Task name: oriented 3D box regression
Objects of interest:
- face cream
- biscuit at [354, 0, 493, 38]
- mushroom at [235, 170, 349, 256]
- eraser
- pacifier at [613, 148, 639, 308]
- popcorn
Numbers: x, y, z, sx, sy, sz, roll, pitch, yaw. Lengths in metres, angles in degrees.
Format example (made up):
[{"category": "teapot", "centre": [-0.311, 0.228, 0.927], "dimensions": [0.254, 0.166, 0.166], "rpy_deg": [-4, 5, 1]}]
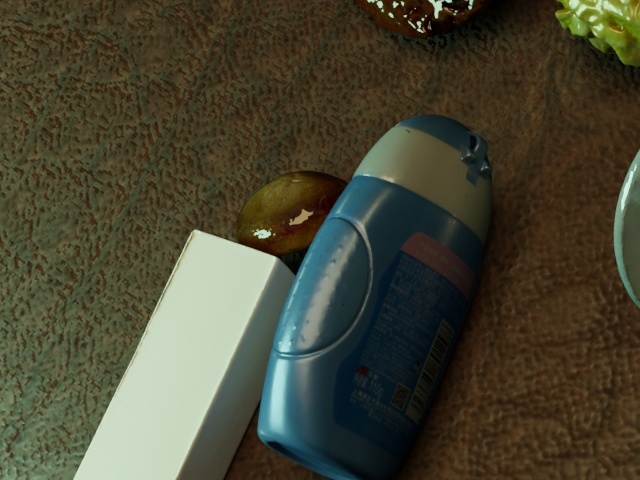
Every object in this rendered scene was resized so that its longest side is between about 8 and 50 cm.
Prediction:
[{"category": "face cream", "centre": [0.046, 0.034, 1.275], "dimensions": [0.083, 0.149, 0.264], "rpy_deg": [10, 71, 44]}, {"category": "biscuit", "centre": [0.073, -0.249, 1.382], "dimensions": [0.192, 0.049, 0.192], "rpy_deg": [10, 104, 43]}, {"category": "mushroom", "centre": [0.001, -0.010, 1.351], "dimensions": [0.129, 0.088, 0.073], "rpy_deg": [28, 124, 18]}, {"category": "eraser", "centre": [-0.110, 0.145, 1.316], "dimensions": [0.076, 0.078, 0.298], "rpy_deg": [19, 75, 23]}, {"category": "pacifier", "centre": [0.294, -0.076, 1.224], "dimensions": [0.287, 0.238, 0.226], "rpy_deg": [-46, 30, 6]}, {"category": "popcorn", "centre": [0.228, -0.180, 1.330], "dimensions": [0.121, 0.106, 0.116], "rpy_deg": [-4, 78, 21]}]
